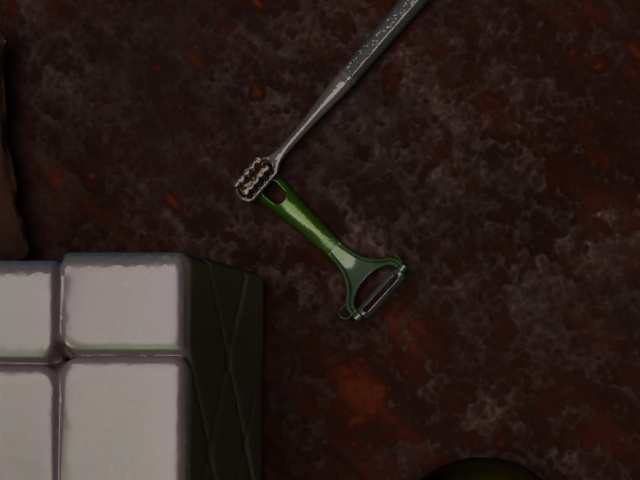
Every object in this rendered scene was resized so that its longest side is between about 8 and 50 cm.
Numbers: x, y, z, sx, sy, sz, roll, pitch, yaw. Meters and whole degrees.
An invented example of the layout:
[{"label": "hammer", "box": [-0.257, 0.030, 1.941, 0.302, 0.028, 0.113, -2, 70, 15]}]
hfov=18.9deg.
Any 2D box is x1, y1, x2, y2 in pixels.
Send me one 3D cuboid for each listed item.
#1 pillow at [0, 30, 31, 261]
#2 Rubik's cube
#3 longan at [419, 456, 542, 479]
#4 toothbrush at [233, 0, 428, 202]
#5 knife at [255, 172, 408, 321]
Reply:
[{"label": "pillow", "box": [-0.394, -0.079, 1.818, 0.236, 0.084, 0.223, -5, 83, 8]}, {"label": "Rubik's cube", "box": [-0.228, 0.173, 1.635, 0.316, 0.322, 0.318, -1, 87, 11]}, {"label": "longan", "box": [0.140, 0.269, 1.658, 0.155, 0.176, 0.145, -28, 37, 29]}, {"label": "toothbrush", "box": [0.038, -0.168, 1.758, 0.025, 0.030, 0.342, 42, 91, 15]}, {"label": "knife", "box": [0.001, 0.001, 1.759, 0.078, 0.022, 0.166, -46, 71, -3]}]
